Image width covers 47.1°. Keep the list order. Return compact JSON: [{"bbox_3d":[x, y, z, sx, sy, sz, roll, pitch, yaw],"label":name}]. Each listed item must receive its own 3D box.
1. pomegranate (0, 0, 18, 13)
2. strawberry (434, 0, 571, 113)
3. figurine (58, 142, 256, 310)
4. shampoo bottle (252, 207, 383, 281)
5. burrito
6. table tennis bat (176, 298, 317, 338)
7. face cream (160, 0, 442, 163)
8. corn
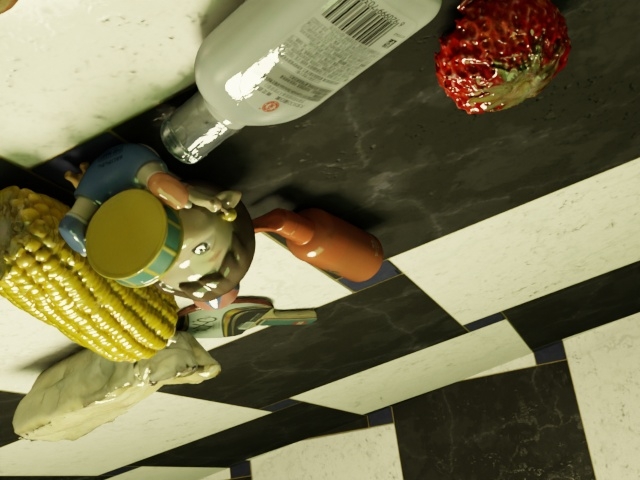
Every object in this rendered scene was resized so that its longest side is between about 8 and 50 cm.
[{"bbox_3d":[-0.267,-0.133,0.422,0.277,0.203,0.221,-18,142,-5],"label":"pomegranate"},{"bbox_3d":[0.186,-0.188,0.746,0.145,0.086,0.145,-14,159,-5],"label":"strawberry"},{"bbox_3d":[-0.161,-0.001,0.841,0.161,0.158,0.275,-20,157,19],"label":"figurine"},{"bbox_3d":[0.002,0.000,1.053,0.086,0.085,0.244,-28,153,25],"label":"shampoo bottle"},{"bbox_3d":[-0.355,0.240,1.287,0.332,0.135,0.190,-25,156,17],"label":"burrito"},{"bbox_3d":[-0.140,0.146,1.366,0.301,0.022,0.173,4,150,-35],"label":"table tennis bat"},{"bbox_3d":[-0.035,-0.164,0.669,0.291,0.070,0.144,-33,151,32],"label":"face cream"},{"bbox_3d":[-0.294,0.056,0.916,0.144,0.143,0.387,-20,153,7],"label":"corn"}]
